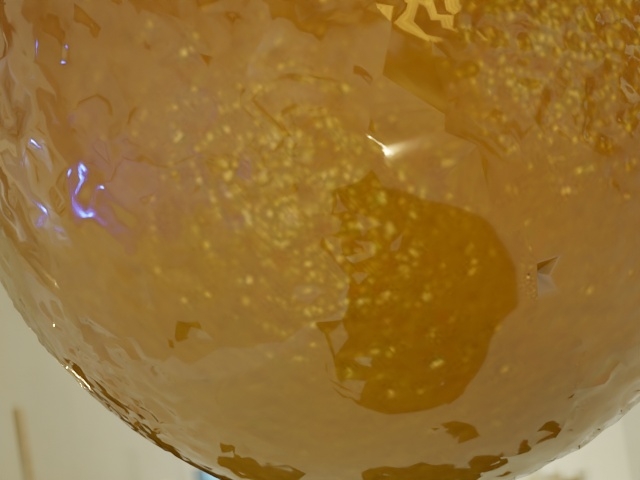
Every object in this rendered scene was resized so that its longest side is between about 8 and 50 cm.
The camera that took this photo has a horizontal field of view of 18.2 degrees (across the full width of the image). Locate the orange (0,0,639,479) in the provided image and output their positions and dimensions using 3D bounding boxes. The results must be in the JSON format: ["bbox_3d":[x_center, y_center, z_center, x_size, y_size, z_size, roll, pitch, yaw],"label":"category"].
[{"bbox_3d":[0.008,-0.040,0.544,0.236,0.236,0.236,-9,177,0],"label":"orange"}]
